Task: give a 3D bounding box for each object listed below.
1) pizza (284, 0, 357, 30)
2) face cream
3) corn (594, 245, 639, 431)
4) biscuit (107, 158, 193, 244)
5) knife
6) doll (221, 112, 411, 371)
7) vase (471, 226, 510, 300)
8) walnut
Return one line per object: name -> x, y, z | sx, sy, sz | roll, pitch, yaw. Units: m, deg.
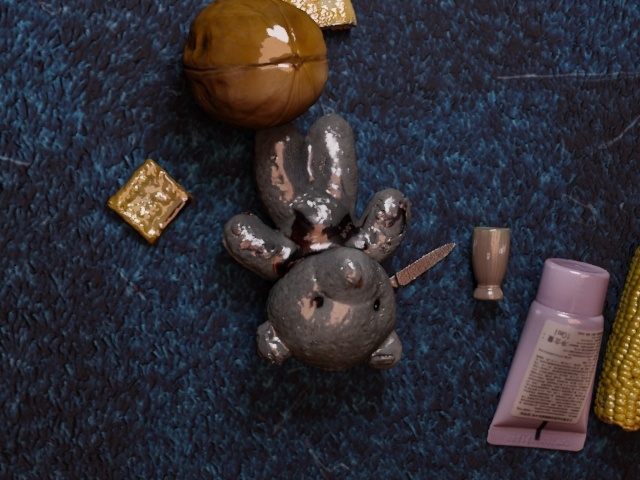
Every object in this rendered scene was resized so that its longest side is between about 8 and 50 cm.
pizza -> -0.032, -0.320, 1.220 | 0.178, 0.041, 0.131 | 29, 80, -13
face cream -> 0.332, 0.166, 1.301 | 0.154, 0.096, 0.274 | 8, 101, -17
corn -> 0.469, 0.119, 1.323 | 0.101, 0.101, 0.310 | 21, 84, -14
biscuit -> -0.217, -0.050, 1.183 | 0.081, 0.018, 0.083 | 42, 80, -11
knife -> 0.119, 0.047, 1.277 | 0.170, 0.010, 0.023 | -32, 97, -14
doll -> 0.002, 0.002, 1.169 | 0.245, 0.158, 0.340 | -3, 90, -17
vase -> 0.235, 0.032, 1.286 | 0.053, 0.053, 0.101 | 1, 93, -15
walnut -> -0.083, -0.218, 1.126 | 0.167, 0.207, 0.167 | -10, 107, -34
